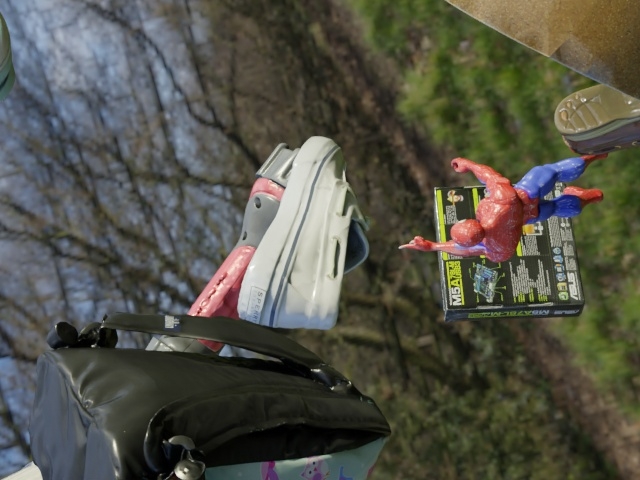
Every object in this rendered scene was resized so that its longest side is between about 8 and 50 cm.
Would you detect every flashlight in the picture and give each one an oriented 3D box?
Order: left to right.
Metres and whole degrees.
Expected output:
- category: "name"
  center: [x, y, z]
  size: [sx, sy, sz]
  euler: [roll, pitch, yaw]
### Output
- category: "flashlight"
  center: [-0.088, 0.045, 1.264]
  size: [0.103, 0.304, 0.103]
  euler: [24, 165, 50]

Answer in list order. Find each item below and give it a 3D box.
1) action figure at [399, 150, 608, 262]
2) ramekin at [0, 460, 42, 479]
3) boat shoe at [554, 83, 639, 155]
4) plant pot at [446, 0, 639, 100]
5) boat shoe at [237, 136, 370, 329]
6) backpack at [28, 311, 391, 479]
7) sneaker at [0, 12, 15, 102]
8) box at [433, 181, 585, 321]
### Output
- category: "action figure"
  center: [0.188, -0.046, 1.276]
  size: [0.280, 0.139, 0.091]
  euler: [-26, -58, -52]
- category: "ramekin"
  center: [-0.307, 0.347, 1.319]
  size: [0.109, 0.207, 0.207]
  euler: [-11, -95, -54]
- category: "boat shoe"
  center: [0.313, -0.122, 1.132]
  size: [0.060, 0.178, 0.064]
  euler: [52, -148, -47]
- category: "plant pot"
  center: [0.230, -0.245, 0.833]
  size: [0.254, 0.237, 0.237]
  euler: [-63, 15, 17]
- category: "boat shoe"
  center: [0.000, 0.000, 0.909]
  size: [0.226, 0.076, 0.083]
  euler: [-69, -5, -53]
- category: "backpack"
  center: [-0.056, 0.117, 0.659]
  size: [0.152, 0.182, 0.115]
  euler: [47, 124, 47]
- category: "sneaker"
  center: [-0.449, -0.233, 1.572]
  size: [0.319, 0.127, 0.208]
  euler: [35, 167, 42]
- category: "box"
  center: [0.249, 0.014, 1.615]
  size: [0.045, 0.184, 0.191]
  euler: [83, -176, -61]
